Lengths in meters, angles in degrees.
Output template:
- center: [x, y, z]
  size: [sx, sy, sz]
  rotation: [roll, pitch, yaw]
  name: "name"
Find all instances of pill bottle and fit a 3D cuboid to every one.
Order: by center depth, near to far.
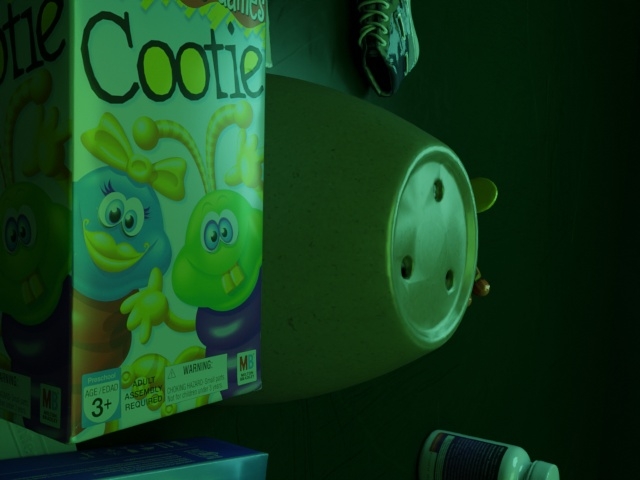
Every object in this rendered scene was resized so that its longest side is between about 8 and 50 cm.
- center: [0.258, 0.363, 1.013]
  size: [0.108, 0.193, 0.108]
  rotation: [-4, 95, -54]
  name: "pill bottle"

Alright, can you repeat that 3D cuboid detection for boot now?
- center: [0.075, -0.277, 0.827]
  size: [0.190, 0.069, 0.086]
  rotation: [61, 43, -38]
  name: "boot"

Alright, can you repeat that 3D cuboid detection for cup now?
- center: [0.000, 0.000, 0.597]
  size: [0.331, 0.237, 0.331]
  rotation: [-3, 94, -54]
  name: "cup"

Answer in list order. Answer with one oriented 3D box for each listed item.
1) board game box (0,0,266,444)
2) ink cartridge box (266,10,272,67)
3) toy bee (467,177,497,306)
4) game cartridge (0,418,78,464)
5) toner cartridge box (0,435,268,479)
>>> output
- center: [-0.131, -0.043, 0.402]
  size: [0.142, 0.144, 0.275]
  rotation: [-2, 93, -53]
  name: "board game box"
- center: [-0.132, -0.243, 0.563]
  size: [0.225, 0.056, 0.181]
  rotation: [-15, 104, -58]
  name: "ink cartridge box"
- center: [0.161, 0.001, 0.858]
  size: [0.298, 0.162, 0.195]
  rotation: [30, 105, -29]
  name: "toy bee"
- center: [-0.252, 0.160, 0.412]
  size: [0.196, 0.060, 0.294]
  rotation: [-29, 115, -46]
  name: "game cartridge"
- center: [-0.177, 0.226, 0.413]
  size: [0.348, 0.075, 0.165]
  rotation: [15, 79, -54]
  name: "toner cartridge box"
